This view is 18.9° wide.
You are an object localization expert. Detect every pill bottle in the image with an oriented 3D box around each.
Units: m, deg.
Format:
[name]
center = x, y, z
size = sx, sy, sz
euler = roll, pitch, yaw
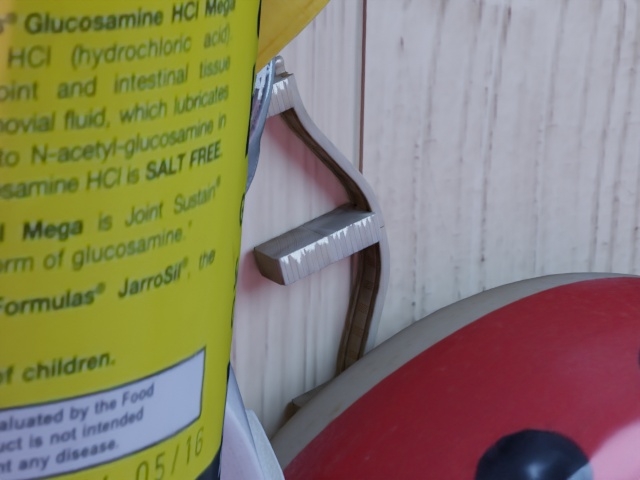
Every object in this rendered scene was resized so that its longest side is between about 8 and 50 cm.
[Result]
[pill bottle]
center = -0.106, -0.073, 0.464
size = 0.188, 0.188, 0.334
euler = -4, 110, -30

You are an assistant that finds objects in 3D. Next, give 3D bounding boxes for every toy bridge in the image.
[toy bridge]
center = 0.000, 0.000, 0.914
size = 0.063, 0.026, 0.188
euler = -25, 116, -25

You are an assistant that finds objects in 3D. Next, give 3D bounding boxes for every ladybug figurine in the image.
[ladybug figurine]
center = 0.095, 0.194, 0.870
size = 0.305, 0.162, 0.449
euler = 41, 71, -9

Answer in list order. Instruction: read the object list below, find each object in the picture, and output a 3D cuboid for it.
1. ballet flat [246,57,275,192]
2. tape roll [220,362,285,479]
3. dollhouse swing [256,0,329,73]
[ballet flat]
center = -0.076, 0.000, 0.855
size = 0.213, 0.072, 0.068
euler = -61, 151, 0
[tape roll]
center = -0.208, 0.121, 0.707
size = 0.392, 0.072, 0.392
euler = -9, 129, -11
[dollhouse swing]
center = -0.137, -0.132, 0.626
size = 0.315, 0.305, 0.347
euler = -45, 123, -12
